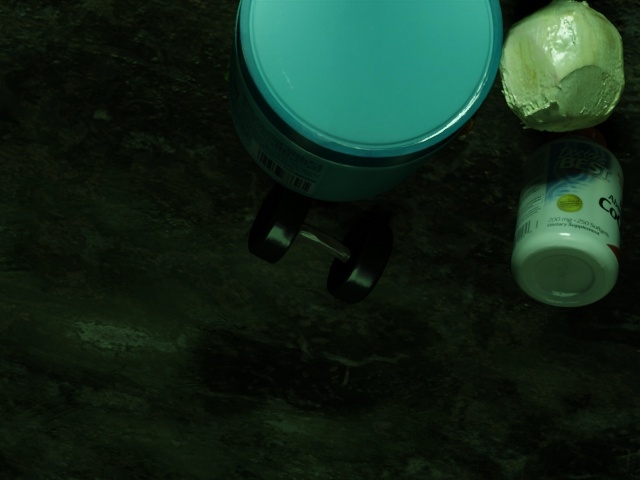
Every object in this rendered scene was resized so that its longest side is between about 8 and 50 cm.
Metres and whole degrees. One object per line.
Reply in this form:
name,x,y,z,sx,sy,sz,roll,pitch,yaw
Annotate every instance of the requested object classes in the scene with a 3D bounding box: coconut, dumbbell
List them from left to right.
dumbbell,0.000,0.000,2.257,0.218,0.152,0.152,27,136,-12
coconut,0.344,-0.256,1.876,0.194,0.194,0.194,8,137,8

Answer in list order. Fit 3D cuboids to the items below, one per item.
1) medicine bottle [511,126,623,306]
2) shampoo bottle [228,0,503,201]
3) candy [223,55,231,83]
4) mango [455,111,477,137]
medicine bottle,0.380,-0.051,1.991,0.157,0.289,0.157,8,138,8
shampoo bottle,0.042,-0.235,1.757,0.331,0.331,0.343,19,169,-4
candy,-0.051,-0.237,2.089,0.097,0.062,0.194,-27,123,38
mango,0.117,-0.234,2.010,0.267,0.111,0.133,32,147,-10
